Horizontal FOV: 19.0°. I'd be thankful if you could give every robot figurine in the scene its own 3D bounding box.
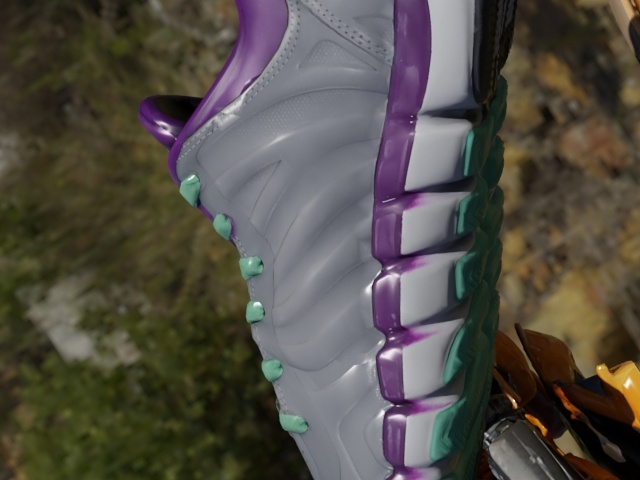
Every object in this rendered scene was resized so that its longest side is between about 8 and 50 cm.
[{"bbox_3d":[0.062,0.056,0.776,0.291,0.085,0.211,48,174,39],"label":"robot figurine"}]

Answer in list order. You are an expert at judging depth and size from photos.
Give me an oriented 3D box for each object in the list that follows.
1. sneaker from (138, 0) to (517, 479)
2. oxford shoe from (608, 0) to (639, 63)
[{"bbox_3d":[0.000,0.000,0.531,0.083,0.098,0.224,-54,-31,-68],"label":"sneaker"},{"bbox_3d":[0.142,-0.120,0.640,0.076,0.076,0.212,21,-131,-17],"label":"oxford shoe"}]
